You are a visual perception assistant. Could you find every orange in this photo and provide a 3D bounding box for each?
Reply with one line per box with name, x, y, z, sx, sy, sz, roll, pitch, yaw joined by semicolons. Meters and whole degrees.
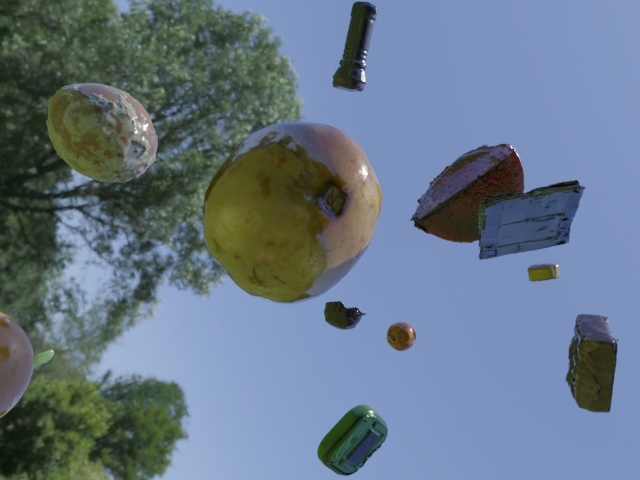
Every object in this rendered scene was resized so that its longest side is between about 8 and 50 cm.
orange;0.223;0.265;2.098;0.083;0.084;0.083;41;-39;46

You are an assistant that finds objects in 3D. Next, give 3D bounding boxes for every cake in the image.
cake;0.583;0.082;1.987;0.084;0.084;0.044;-6;-90;63

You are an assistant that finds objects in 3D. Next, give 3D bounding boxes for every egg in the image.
egg;-0.441;-0.220;1.542;0.233;0.195;0.195;43;-20;-19

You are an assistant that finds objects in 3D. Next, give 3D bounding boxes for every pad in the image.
pad;0.362;-0.030;1.327;0.233;0.174;0.022;66;14;-63

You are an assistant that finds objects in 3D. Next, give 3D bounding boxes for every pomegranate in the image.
pomegranate;-0.039;-0.048;1.179;0.307;0.307;0.307;41;-39;46

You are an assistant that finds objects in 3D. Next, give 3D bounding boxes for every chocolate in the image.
chocolate;0.631;0.290;1.779;0.148;0.093;0.214;-66;157;-65

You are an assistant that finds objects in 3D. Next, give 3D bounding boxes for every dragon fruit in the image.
dragon fruit;0.325;-0.090;1.642;0.189;0.262;0.163;56;12;7

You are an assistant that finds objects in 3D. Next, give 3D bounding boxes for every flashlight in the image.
flashlight;0.094;-0.514;2.015;0.093;0.093;0.231;19;-81;58

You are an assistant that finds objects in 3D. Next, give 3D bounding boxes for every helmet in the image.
helmet;0.064;0.217;2.146;0.098;0.123;0.070;-13;-126;68

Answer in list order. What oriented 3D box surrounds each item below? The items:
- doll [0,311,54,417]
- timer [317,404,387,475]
doll;-0.596;0.235;1.336;0.213;0.213;0.236;55;-6;31
timer;0.065;0.386;1.459;0.047;0.140;0.128;39;-7;44
